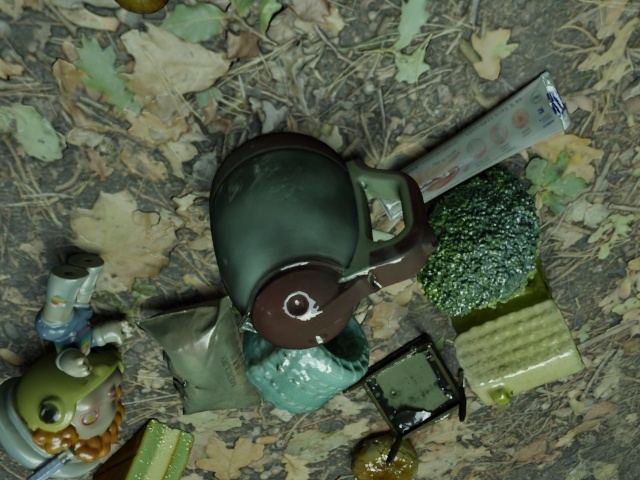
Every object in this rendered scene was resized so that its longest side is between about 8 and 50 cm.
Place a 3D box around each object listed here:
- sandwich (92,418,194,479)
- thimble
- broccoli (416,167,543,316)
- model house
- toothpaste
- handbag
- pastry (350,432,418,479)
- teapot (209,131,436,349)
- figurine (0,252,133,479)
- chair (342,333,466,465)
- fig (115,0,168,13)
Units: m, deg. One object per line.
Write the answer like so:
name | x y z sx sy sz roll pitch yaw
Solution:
sandwich | -0.372 0.459 1.335 0.117 0.144 0.187 35 148 -29
thimble | -0.028 0.180 1.082 0.143 0.235 0.198 -41 81 18
broccoli | 0.260 0.001 1.048 0.198 0.226 0.176 12 144 9
model house | 0.338 0.168 1.120 0.193 0.234 0.175 -24 135 14
toothpaste | 0.235 -0.139 1.009 0.323 0.066 0.100 -30 110 6
handbag | -0.209 0.214 1.139 0.183 0.117 0.270 -8 124 5
pastry | 0.141 0.494 1.412 0.153 0.081 0.153 -3 128 -4
teapot | 0.000 0.000 0.908 0.315 0.312 0.233 -25 127 7
figurine | -0.426 0.201 1.083 0.205 0.224 0.381 14 98 6
chair | 0.179 0.295 1.246 0.188 0.166 0.272 -35 166 13
fig | -0.217 -0.310 0.766 0.089 0.125 0.088 -6 121 -10
